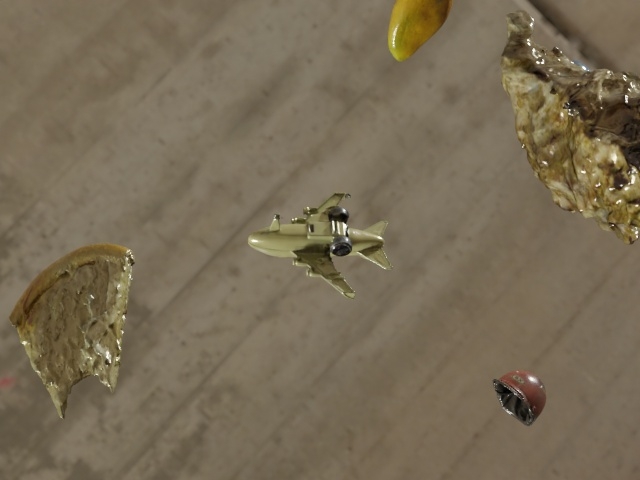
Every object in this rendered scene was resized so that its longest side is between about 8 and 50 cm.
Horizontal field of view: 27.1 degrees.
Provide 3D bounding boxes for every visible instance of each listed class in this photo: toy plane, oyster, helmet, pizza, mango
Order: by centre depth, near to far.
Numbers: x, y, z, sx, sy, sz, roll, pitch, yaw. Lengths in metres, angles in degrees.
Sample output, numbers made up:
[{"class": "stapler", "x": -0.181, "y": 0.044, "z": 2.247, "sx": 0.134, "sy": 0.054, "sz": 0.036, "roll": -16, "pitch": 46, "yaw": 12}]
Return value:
[{"class": "helmet", "x": 0.246, "y": 0.181, "z": 1.605, "sx": 0.049, "sy": 0.065, "sz": 0.084, "roll": -42, "pitch": -35, "yaw": -15}, {"class": "oyster", "x": 0.323, "y": -0.126, "z": 1.687, "sx": 0.396, "sy": 0.111, "sz": 0.204, "roll": 50, "pitch": 129, "yaw": 46}, {"class": "pizza", "x": -0.335, "y": 0.118, "z": 1.783, "sx": 0.181, "sy": 0.034, "sz": 0.262, "roll": -15, "pitch": 53, "yaw": 12}, {"class": "mango", "x": 0.175, "y": -0.401, "z": 2.336, "sx": 0.187, "sy": 0.101, "sz": 0.066, "roll": -60, "pitch": 35, "yaw": 14}, {"class": "toy plane", "x": 0.000, "y": 0.000, "z": 2.401, "sx": 0.104, "sy": 0.256, "sz": 0.242, "roll": 115, "pitch": 158, "yaw": -47}]

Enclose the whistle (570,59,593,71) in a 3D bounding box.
[{"class": "whistle", "x": 0.476, "y": -0.286, "z": 2.498, "sx": 0.090, "sy": 0.090, "sz": 0.158, "roll": -47, "pitch": -38, "yaw": -9}]
